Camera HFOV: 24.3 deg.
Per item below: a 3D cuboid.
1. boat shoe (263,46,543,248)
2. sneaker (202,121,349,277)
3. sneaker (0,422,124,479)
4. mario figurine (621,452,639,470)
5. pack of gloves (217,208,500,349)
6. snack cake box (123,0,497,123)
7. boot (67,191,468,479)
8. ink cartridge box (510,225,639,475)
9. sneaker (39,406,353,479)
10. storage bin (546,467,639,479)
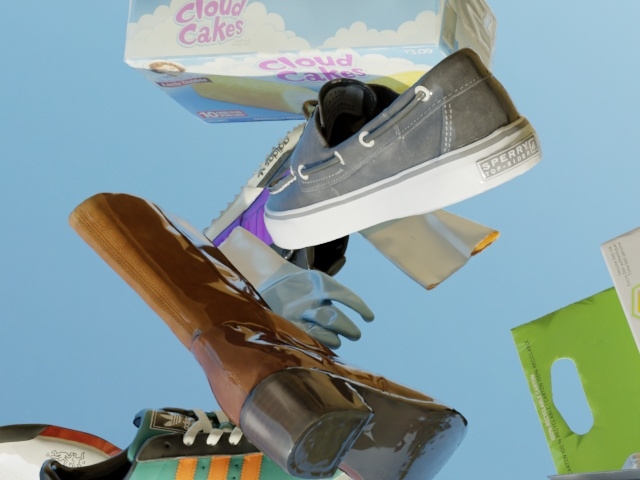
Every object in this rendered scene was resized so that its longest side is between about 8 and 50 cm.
[{"bbox_3d":[0.024,-0.049,0.762,0.080,0.228,0.076,-29,-83,-23],"label":"boat shoe"},{"bbox_3d":[-0.047,0.014,1.671,0.102,0.293,0.146,16,-153,-43],"label":"sneaker"},{"bbox_3d":[-0.222,0.274,1.419,0.270,0.090,0.145,30,-132,-44],"label":"sneaker"},{"bbox_3d":[0.332,0.164,0.977,0.198,0.170,0.320,-22,-111,-31],"label":"mario figurine"},{"bbox_3d":[0.000,0.000,1.234,0.195,0.046,0.232,-35,-146,-21],"label":"pack of gloves"},{"bbox_3d":[-0.005,-0.162,1.193,0.152,0.264,0.089,32,-119,-64],"label":"snack cake box"},{"bbox_3d":[-0.038,0.082,1.145,0.280,0.096,0.264,42,-162,34],"label":"boot"},{"bbox_3d":[0.296,0.096,1.342,0.097,0.255,0.189,38,-149,-54],"label":"ink cartridge box"},{"bbox_3d":[-0.092,0.186,1.234,0.108,0.302,0.121,-105,-8,-80],"label":"sneaker"},{"bbox_3d":[0.181,0.169,0.789,0.135,0.098,0.091,13,-109,-49],"label":"storage bin"}]
